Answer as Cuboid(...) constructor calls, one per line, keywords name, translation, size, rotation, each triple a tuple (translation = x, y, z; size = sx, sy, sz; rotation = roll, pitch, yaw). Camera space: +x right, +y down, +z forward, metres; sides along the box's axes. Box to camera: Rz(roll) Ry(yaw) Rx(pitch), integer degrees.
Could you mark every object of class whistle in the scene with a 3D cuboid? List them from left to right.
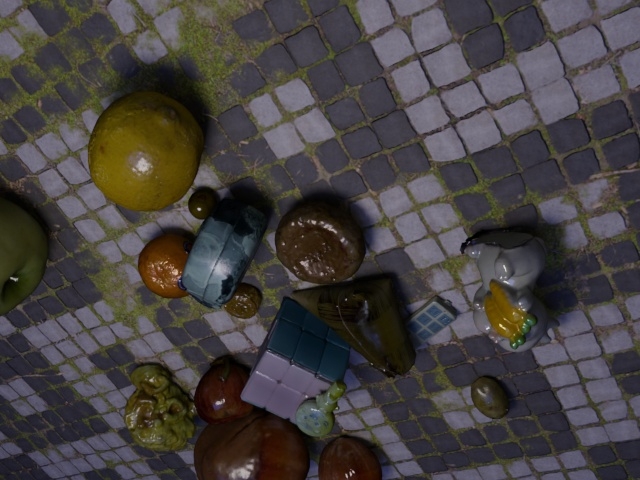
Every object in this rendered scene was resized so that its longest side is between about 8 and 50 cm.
Cuboid(name="whistle", translation=(0.008, 0.422, 1.687), size=(0.104, 0.057, 0.198), rotation=(31, 120, 0))

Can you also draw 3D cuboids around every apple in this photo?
Cuboid(name="apple", translation=(-0.930, 0.041, 1.779), size=(0.357, 0.357, 0.357), rotation=(7, 126, 10))

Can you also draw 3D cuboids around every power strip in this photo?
Cuboid(name="power strip", translation=(0.276, 0.221, 1.764), size=(0.081, 0.035, 0.192), rotation=(37, 125, -12))

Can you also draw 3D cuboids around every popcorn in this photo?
Cuboid(name="popcorn", translation=(-0.516, 0.552, 2.095), size=(0.173, 0.225, 0.286), rotation=(-16, 120, 21))

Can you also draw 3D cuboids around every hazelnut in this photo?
Cuboid(name="hazelnut", translation=(-0.216, 0.700, 2.082), size=(0.372, 0.315, 0.372), rotation=(11, 156, 5))
Cuboid(name="hazelnut", translation=(0.088, 0.721, 2.083), size=(0.214, 0.176, 0.214), rotation=(2, 96, 19))

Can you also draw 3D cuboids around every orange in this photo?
Cuboid(name="orange", translation=(-0.395, 0.068, 1.765), size=(0.177, 0.155, 0.178), rotation=(3, 121, 4))

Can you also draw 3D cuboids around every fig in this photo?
Cuboid(name="fig", translation=(-0.301, -0.085, 1.686), size=(0.074, 0.074, 0.088), rotation=(20, 150, 1))
Cuboid(name="fig", translation=(-0.287, 0.451, 1.995), size=(0.205, 0.205, 0.205), rotation=(7, 126, 10))

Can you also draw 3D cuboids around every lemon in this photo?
Cuboid(name="lemon", translation=(-0.393, -0.204, 1.509), size=(0.258, 0.258, 0.310), rotation=(31, 139, -8))

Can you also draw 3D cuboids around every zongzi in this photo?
Cuboid(name="zongzi", translation=(0.085, 0.239, 1.770), size=(0.300, 0.145, 0.274), rotation=(-8, 113, 36))

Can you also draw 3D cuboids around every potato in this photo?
Cuboid(name="potato", translation=(0.472, 0.443, 1.843), size=(0.091, 0.070, 0.138), rotation=(-27, 113, 28))

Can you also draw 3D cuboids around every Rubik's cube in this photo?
Cuboid(name="Rubik's cube", translation=(-0.061, 0.337, 1.816), size=(0.224, 0.231, 0.221), rotation=(25, 127, -4))

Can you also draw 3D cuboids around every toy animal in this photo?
Cuboid(name="toy animal", translation=(0.447, 0.130, 1.541), size=(0.183, 0.247, 0.310), rotation=(-4, 109, 38))

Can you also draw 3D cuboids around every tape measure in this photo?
Cuboid(name="tape measure", translation=(-0.242, 0.030, 1.633), size=(0.147, 0.256, 0.275), rotation=(25, 132, -3))

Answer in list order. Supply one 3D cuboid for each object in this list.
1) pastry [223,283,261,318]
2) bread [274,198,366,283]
Cuboid(name="pastry", translation=(-0.217, 0.170, 1.852), size=(0.109, 0.057, 0.097), rotation=(-30, 117, 33))
Cuboid(name="bread", translation=(0.000, 0.000, 1.631), size=(0.230, 0.123, 0.230), rotation=(11, 127, 15))
